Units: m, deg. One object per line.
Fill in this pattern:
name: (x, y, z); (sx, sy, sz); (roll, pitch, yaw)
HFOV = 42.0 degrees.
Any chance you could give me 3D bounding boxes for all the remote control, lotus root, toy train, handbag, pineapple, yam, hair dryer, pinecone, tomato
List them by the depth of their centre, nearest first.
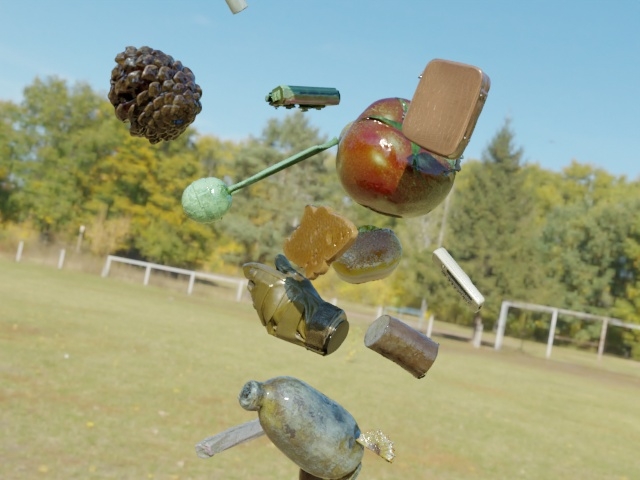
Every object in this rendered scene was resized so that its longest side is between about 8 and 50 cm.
pineapple: (0.110, 0.381, 1.566); (0.083, 0.045, 0.019); (30, -15, 25)
yam: (0.154, 0.197, 1.566); (0.127, 0.084, 0.084); (34, -11, -16)
toy train: (-0.033, -0.270, 1.590); (0.148, 0.038, 0.071); (-5, -1, -37)
pinecone: (-0.338, -0.299, 1.670); (0.204, 0.179, 0.184); (47, -10, 14)
handbag: (0.255, -0.275, 1.728); (0.151, 0.193, 0.072); (22, 7, 24)
hair dryer: (-0.155, -0.601, 1.810); (0.183, 0.155, 0.044); (-23, 17, 24)
lotus root: (-0.030, 0.412, 1.878); (0.349, 0.175, 0.175); (43, -16, -19)
tomato: (0.184, -0.198, 2.073); (0.303, 0.303, 0.239); (13, -37, -26)
remote control: (0.439, 0.122, 2.642); (0.230, 0.049, 0.090); (53, -15, 22)

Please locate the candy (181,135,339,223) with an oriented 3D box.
candy: (-0.152, -0.167, 2.162); (0.440, 0.119, 0.119); (-25, -2, -4)

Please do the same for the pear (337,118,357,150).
pear: (0.147, -0.305, 2.755); (0.197, 0.197, 0.197); (11, -4, 1)

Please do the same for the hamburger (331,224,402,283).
hamburger: (0.129, 0.039, 2.418); (0.210, 0.173, 0.116); (-9, -45, -7)

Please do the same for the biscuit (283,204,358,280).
biscuit: (0.000, 0.000, 1.705); (0.035, 0.162, 0.250); (6, -9, -32)

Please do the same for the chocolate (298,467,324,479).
chocolate: (0.006, 0.579, 2.073); (0.127, 0.124, 0.133); (28, 38, 24)

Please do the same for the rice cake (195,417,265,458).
rice cake: (-0.212, 0.510, 2.185); (0.270, 0.055, 0.049); (-12, -2, -45)

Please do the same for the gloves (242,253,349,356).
gloves: (-0.081, 0.145, 1.953); (0.331, 0.154, 0.141); (31, 31, 32)
